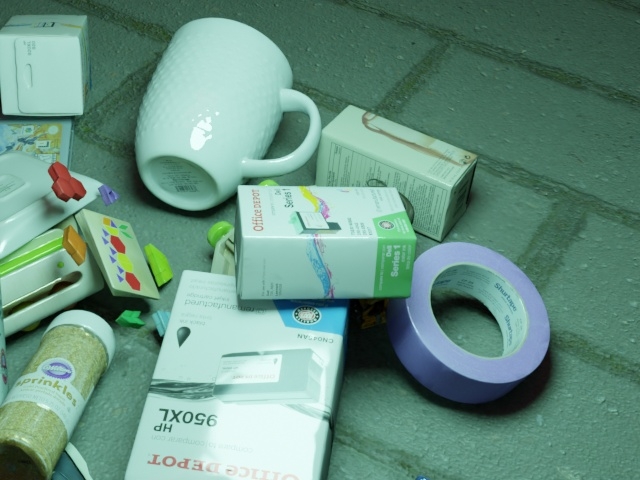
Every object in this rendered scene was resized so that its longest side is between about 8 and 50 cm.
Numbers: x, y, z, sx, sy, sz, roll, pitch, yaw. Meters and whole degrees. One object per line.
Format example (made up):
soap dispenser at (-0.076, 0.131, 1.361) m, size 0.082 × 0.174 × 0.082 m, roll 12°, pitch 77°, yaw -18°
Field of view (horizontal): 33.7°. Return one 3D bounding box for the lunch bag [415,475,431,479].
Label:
lunch bag at (0.167, 0.415, 1.627) m, size 0.098 × 0.067 × 0.065 m, roll 20°, pitch 46°, yaw 17°

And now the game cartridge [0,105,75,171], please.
game cartridge at (-0.616, -0.179, 2.189) m, size 0.198 × 0.062 × 0.297 m, roll 1°, pitch 44°, yaw -10°

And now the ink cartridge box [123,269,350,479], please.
ink cartridge box at (-0.118, 0.261, 1.665) m, size 0.286 × 0.166 × 0.395 m, roll 7°, pitch 51°, yaw 4°

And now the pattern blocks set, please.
pattern blocks set at (-0.361, 0.026, 1.876) m, size 0.026 × 0.285 × 0.324 m, roll -35°, pitch 57°, yaw 18°

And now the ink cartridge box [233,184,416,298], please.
ink cartridge box at (0.000, 0.000, 1.735) m, size 0.278 × 0.117 × 0.201 m, roll 0°, pitch 27°, yaw -7°

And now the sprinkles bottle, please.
sprinkles bottle at (-0.422, 0.247, 1.650) m, size 0.121 × 0.121 × 0.355 m, roll 7°, pitch 27°, yaw 3°

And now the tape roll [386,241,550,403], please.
tape roll at (0.256, 0.141, 1.839) m, size 0.275 × 0.090 × 0.274 m, roll 11°, pitch 55°, yaw -16°

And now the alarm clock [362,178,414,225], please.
alarm clock at (0.110, -0.062, 2.006) m, size 0.129 × 0.064 × 0.192 m, roll 5°, pitch 38°, yaw -6°

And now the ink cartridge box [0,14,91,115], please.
ink cartridge box at (-0.585, -0.377, 2.258) m, size 0.168 × 0.171 × 0.232 m, roll -1°, pitch 23°, yaw -7°

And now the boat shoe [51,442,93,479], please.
boat shoe at (-0.358, 0.402, 1.580) m, size 0.079 × 0.095 × 0.254 m, roll -24°, pitch 49°, yaw -28°

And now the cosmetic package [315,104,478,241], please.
cosmetic package at (0.150, -0.139, 2.138) m, size 0.296 × 0.153 × 0.129 m, roll 25°, pitch 46°, yaw 18°

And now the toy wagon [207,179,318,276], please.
toy wagon at (-0.102, 0.047, 1.928) m, size 0.344 × 0.068 × 0.267 m, roll -42°, pitch 52°, yaw -5°

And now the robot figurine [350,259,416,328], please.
robot figurine at (0.082, 0.052, 1.982) m, size 0.211 × 0.085 × 0.291 m, roll -13°, pitch 46°, yaw -17°

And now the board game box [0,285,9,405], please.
board game box at (-0.612, 0.193, 1.660) m, size 0.224 × 0.097 × 0.303 m, roll -5°, pitch 81°, yaw -10°

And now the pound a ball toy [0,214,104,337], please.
pound a ball toy at (-0.536, 0.080, 1.897) m, size 0.319 × 0.135 × 0.208 m, roll -28°, pitch 27°, yaw -29°

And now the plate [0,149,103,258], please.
plate at (-0.591, -0.084, 1.983) m, size 0.278 × 0.045 × 0.277 m, roll 20°, pitch 43°, yaw 32°

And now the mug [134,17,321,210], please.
mug at (-0.182, -0.228, 2.108) m, size 0.374 × 0.276 × 0.328 m, roll 8°, pitch 53°, yaw 13°
